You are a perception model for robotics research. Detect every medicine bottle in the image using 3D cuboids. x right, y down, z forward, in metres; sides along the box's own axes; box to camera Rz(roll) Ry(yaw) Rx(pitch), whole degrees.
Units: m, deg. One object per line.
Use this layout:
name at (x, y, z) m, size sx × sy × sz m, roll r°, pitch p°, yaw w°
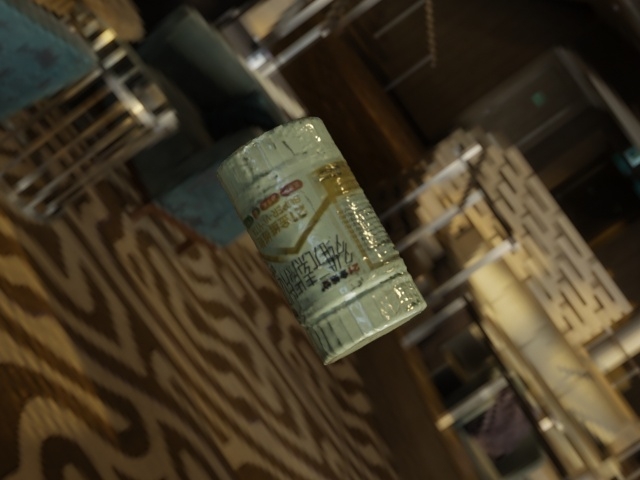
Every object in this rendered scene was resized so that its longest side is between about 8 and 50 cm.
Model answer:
medicine bottle at (0.000, 0.000, 0.491) m, size 0.083 × 0.047 × 0.047 m, roll 61°, pitch 10°, yaw 7°
